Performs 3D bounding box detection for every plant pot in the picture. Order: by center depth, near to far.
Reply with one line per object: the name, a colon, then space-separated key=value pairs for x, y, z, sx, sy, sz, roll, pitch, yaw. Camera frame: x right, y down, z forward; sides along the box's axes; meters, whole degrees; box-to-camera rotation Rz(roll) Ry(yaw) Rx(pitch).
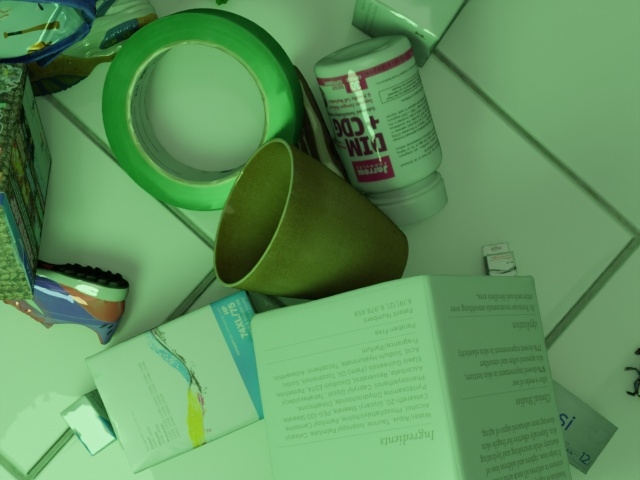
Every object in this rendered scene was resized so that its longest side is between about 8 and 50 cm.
plant pot: x=0.000 y=0.000 z=1.759 sx=0.254 sy=0.237 sz=0.237 roll=23 pitch=86 yaw=-25

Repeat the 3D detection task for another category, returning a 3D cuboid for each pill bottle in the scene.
pill bottle: x=0.105 y=-0.174 z=1.838 sx=0.160 sy=0.160 sz=0.283 roll=-20 pitch=108 yaw=-3

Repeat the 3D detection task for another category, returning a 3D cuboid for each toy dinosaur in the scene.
toy dinosaur: x=0.549 y=0.227 z=1.935 sx=0.090 sy=0.047 sz=0.082 roll=36 pitch=75 yaw=-33

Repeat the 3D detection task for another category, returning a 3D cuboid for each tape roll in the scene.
tape roll: x=-0.190 y=-0.211 z=1.841 sx=0.321 sy=0.077 sz=0.321 roll=4 pitch=108 yaw=11

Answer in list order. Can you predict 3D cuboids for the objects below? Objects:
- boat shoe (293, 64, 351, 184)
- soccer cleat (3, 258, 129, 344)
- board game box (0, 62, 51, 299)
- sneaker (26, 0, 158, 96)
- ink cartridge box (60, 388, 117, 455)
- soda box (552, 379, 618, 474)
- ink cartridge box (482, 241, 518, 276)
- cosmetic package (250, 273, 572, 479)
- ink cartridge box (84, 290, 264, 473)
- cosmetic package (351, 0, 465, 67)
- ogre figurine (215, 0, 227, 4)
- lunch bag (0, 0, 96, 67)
boat shoe: x=-0.029 y=-0.162 z=1.899 sx=0.095 sy=0.095 sz=0.257 roll=-23 pitch=88 yaw=3
soccer cleat: x=-0.477 y=0.082 z=1.865 sx=0.318 sy=0.108 sz=0.116 roll=14 pitch=100 yaw=0
board game box: x=-0.515 y=-0.089 z=1.746 sx=0.141 sy=0.232 sz=0.291 roll=-2 pitch=53 yaw=-2
sneaker: x=-0.420 y=-0.342 z=1.901 sx=0.296 sy=0.112 sz=0.131 roll=-22 pitch=70 yaw=-5
ink cartridge box: x=-0.364 y=0.293 z=1.843 sx=0.052 sy=0.122 sz=0.088 roll=-37 pitch=88 yaw=0
soda box: x=0.343 y=0.260 z=1.888 sx=0.286 sy=0.091 sz=0.098 roll=36 pitch=87 yaw=0
ink cartridge box: x=0.306 y=0.046 z=1.930 sx=0.048 sy=0.028 sz=0.083 roll=-10 pitch=87 yaw=-3
cosmetic package: x=0.140 y=0.270 z=1.683 sx=0.327 sy=0.329 sz=0.394 roll=-16 pitch=78 yaw=35
ink cartridge box: x=-0.203 y=0.219 z=1.815 sx=0.270 sy=0.198 sz=0.197 roll=-24 pitch=88 yaw=-4
cosmetic package: x=0.217 y=-0.495 z=1.868 sx=0.156 sy=0.217 sz=0.385 roll=34 pitch=84 yaw=1
ogre figurine: x=-0.168 y=-0.508 z=1.916 sx=0.118 sy=0.097 sz=0.197 roll=25 pitch=101 yaw=-18
lunch bag: x=-0.525 y=-0.438 z=1.769 sx=0.385 sy=0.239 sz=0.328 roll=-10 pitch=66 yaw=10
